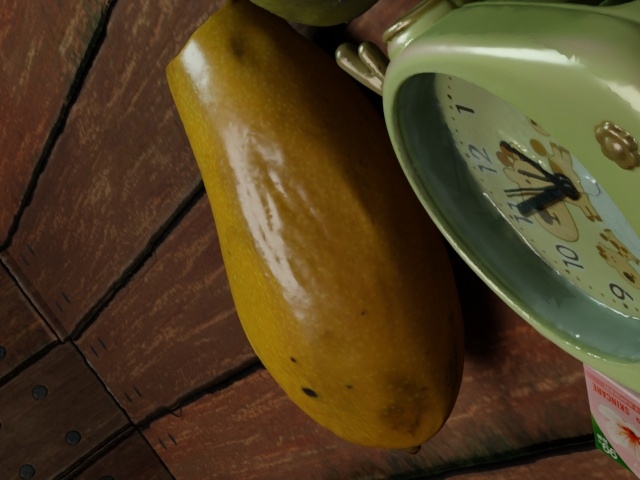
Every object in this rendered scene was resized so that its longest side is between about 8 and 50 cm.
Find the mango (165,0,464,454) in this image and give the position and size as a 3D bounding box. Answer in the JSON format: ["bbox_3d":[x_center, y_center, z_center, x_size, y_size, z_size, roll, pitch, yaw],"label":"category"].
[{"bbox_3d":[0.002,-0.001,1.147,0.187,0.144,0.359,23,142,51],"label":"mango"}]

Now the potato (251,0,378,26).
[{"bbox_3d":[0.001,-0.187,0.899,0.188,0.105,0.085,105,146,-51],"label":"potato"}]

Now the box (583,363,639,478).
[{"bbox_3d":[0.218,0.117,0.991,0.125,0.043,0.089,36,155,42],"label":"box"}]

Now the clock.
[{"bbox_3d":[0.128,-0.039,0.835,0.308,0.096,0.235,23,150,54],"label":"clock"}]
